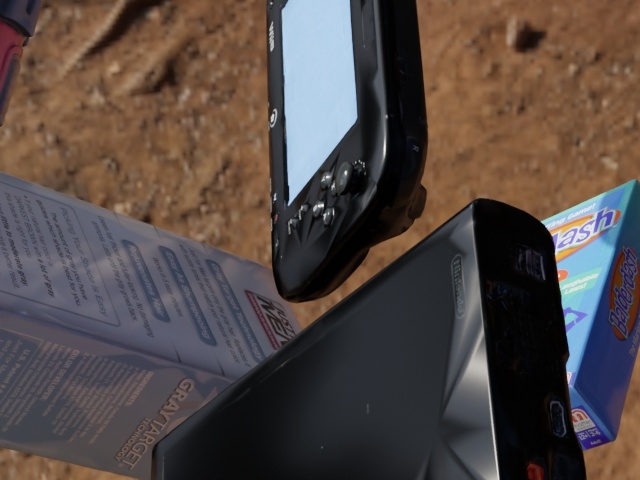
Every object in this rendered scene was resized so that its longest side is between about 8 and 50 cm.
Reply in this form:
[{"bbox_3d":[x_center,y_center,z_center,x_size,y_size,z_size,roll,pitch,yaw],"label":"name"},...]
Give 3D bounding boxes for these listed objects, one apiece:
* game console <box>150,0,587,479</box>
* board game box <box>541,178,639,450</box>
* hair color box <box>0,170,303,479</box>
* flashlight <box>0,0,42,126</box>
[{"bbox_3d":[0.000,0.000,0.595,0.044,0.213,0.361,20,50,-29],"label":"game console"},{"bbox_3d":[0.123,0.062,0.936,0.160,0.047,0.210,-27,20,35],"label":"board game box"},{"bbox_3d":[-0.175,0.062,1.094,0.374,0.114,0.185,20,26,-37],"label":"hair color box"},{"bbox_3d":[-0.212,-0.008,0.685,0.103,0.103,0.304,12,80,41],"label":"flashlight"}]
